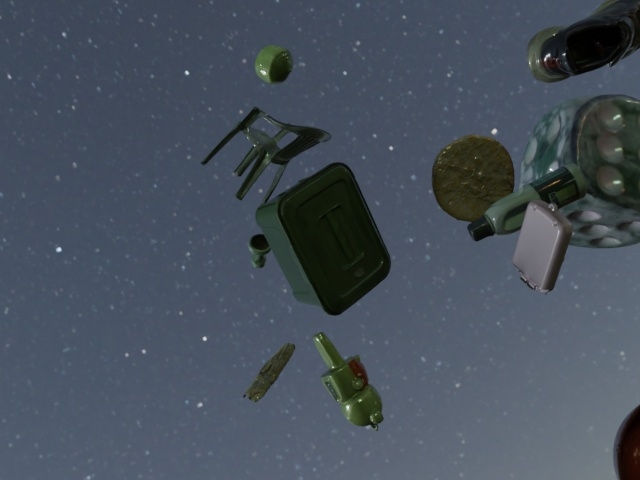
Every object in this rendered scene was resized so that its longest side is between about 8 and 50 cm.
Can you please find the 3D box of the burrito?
[{"bbox_3d":[-0.116,0.306,1.687,0.185,0.045,0.041,-52,-3,-46],"label":"burrito"}]

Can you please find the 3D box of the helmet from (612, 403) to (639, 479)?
[{"bbox_3d":[0.787,0.469,1.542,0.385,0.337,0.230,-19,-13,-4],"label":"helmet"}]

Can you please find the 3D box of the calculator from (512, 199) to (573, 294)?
[{"bbox_3d":[0.384,0.010,1.258,0.032,0.100,0.175,-12,-51,-23],"label":"calculator"}]

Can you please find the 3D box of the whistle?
[{"bbox_3d":[0.069,0.357,1.834,0.106,0.288,0.131,-29,-3,-25],"label":"whistle"}]

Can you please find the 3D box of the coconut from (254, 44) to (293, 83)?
[{"bbox_3d":[-0.102,-0.401,1.654,0.088,0.096,0.087,-40,-33,-33],"label":"coconut"}]

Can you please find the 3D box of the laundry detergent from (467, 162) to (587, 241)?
[{"bbox_3d":[0.381,-0.063,1.355,0.226,0.070,0.099,-26,-17,3],"label":"laundry detergent"}]

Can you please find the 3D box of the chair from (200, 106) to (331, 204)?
[{"bbox_3d":[-0.129,-0.232,1.882,0.274,0.190,0.203,-50,-22,15],"label":"chair"}]

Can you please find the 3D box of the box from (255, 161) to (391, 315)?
[{"bbox_3d":[0.000,0.000,1.801,0.253,0.328,0.178,-35,17,-34],"label":"box"}]

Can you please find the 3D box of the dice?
[{"bbox_3d":[0.758,-0.182,1.979,0.331,0.327,0.348,10,-19,-5],"label":"dice"}]

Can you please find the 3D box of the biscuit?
[{"bbox_3d":[0.373,-0.150,1.760,0.220,0.220,0.033,-37,13,0],"label":"biscuit"}]

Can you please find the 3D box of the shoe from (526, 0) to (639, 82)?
[{"bbox_3d":[0.434,-0.306,1.104,0.228,0.112,0.099,-22,-72,1],"label":"shoe"}]

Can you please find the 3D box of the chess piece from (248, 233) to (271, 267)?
[{"bbox_3d":[-0.172,0.035,2.045,0.067,0.067,0.103,-23,-30,-22],"label":"chess piece"}]
